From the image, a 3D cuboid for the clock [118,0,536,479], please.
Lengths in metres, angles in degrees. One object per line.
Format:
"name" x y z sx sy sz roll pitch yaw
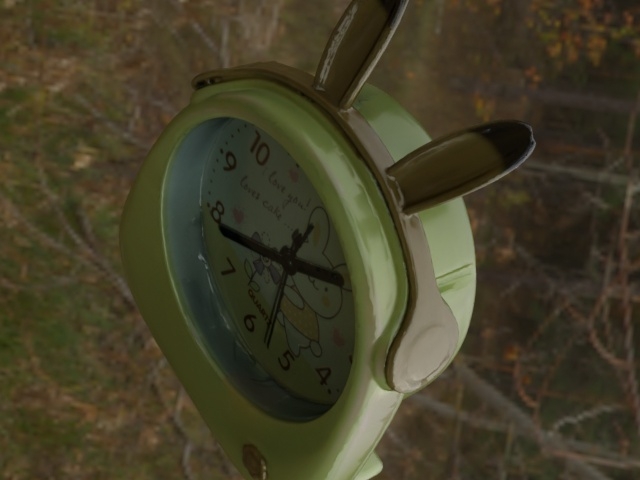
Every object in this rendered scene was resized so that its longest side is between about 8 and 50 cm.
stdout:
"clock" 0.000 0.000 0.586 0.069 0.170 0.232 -18 156 -36
